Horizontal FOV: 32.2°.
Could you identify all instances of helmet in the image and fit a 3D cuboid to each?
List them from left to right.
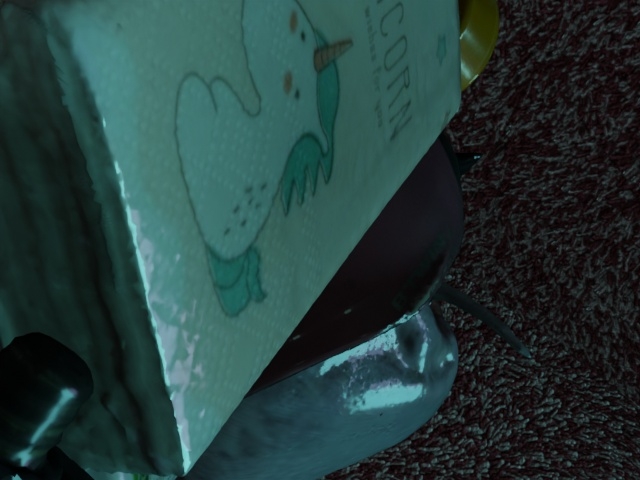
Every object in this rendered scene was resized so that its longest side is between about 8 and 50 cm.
[{"bbox_3d":[-0.020,-0.033,0.691,0.198,0.154,0.253,-27,-167,23],"label":"helmet"}]

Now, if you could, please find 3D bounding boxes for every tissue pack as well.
[{"bbox_3d":[-0.021,-0.067,0.468,0.325,0.071,0.170,-51,136,-52],"label":"tissue pack"}]

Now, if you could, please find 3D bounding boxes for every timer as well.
[{"bbox_3d":[0.051,-0.181,0.813,0.132,0.132,0.152,-53,155,3],"label":"timer"}]

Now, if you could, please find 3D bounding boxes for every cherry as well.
[{"bbox_3d":[-0.026,0.103,1.099,0.335,0.291,0.326,-33,170,-18],"label":"cherry"}]

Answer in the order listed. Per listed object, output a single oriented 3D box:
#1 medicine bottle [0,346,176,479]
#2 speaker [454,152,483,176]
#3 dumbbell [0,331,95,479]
[{"bbox_3d":[-0.157,0.122,0.596,0.139,0.139,0.237,-54,179,17],"label":"medicine bottle"},{"bbox_3d":[0.000,0.000,1.346,0.388,0.184,0.180,-52,178,-8],"label":"speaker"},{"bbox_3d":[-0.159,0.145,0.306,0.290,0.192,0.192,-53,178,2],"label":"dumbbell"}]
